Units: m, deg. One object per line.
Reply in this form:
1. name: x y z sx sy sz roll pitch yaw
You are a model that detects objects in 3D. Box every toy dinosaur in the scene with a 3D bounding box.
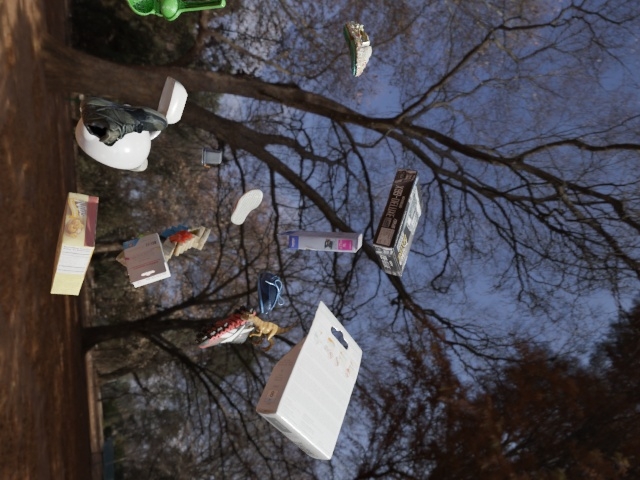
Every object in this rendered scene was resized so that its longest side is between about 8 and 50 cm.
1. toy dinosaur: -0.147 0.271 1.297 0.064 0.211 0.112 25 -90 49

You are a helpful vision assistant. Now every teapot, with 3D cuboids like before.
1. teapot: -0.685 -0.381 1.489 0.187 0.252 0.256 -52 -148 23

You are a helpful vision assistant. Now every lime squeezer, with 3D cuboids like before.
1. lime squeezer: -0.351 -0.520 0.924 0.110 0.310 0.059 121 -21 -74

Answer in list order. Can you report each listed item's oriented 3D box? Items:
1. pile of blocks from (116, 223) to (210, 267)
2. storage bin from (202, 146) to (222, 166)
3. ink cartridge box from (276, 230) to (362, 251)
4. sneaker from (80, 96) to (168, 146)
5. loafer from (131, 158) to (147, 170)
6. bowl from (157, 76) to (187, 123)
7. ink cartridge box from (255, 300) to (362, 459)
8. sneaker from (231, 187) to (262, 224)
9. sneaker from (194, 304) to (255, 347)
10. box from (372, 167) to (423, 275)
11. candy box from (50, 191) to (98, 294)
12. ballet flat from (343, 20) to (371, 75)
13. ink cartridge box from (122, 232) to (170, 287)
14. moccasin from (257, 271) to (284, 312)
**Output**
1. pile of blocks: -0.578 -0.004 1.642 0.149 0.362 0.113 55 -40 10
2. storage bin: -0.554 -0.425 2.229 0.135 0.091 0.098 -114 -151 -72
3. ink cartridge box: 0.000 0.000 1.717 0.186 0.310 0.065 -29 123 -76
4. sneaker: -0.546 -0.318 1.225 0.087 0.227 0.130 -41 -125 46
5. loafer: -0.845 -0.385 1.891 0.319 0.111 0.112 33 -74 27
6. bowl: -0.485 -0.455 1.430 0.142 0.053 0.142 44 -64 50
7. ink cartridge box: -0.016 0.435 1.379 0.091 0.308 0.385 -10 -140 35
8. sneaker: -0.198 -0.108 1.182 0.134 0.051 0.070 -46 -157 36
9. sneaker: -0.368 0.372 1.738 0.097 0.276 0.135 11 -63 44
10. box: 0.281 -0.060 1.544 0.076 0.242 0.308 12 -113 24
11. candy box: -0.766 0.019 1.350 0.316 0.087 0.183 -45 -133 43
12. ballet flat: 0.129 -0.646 1.446 0.091 0.077 0.241 94 -11 -63
13. ink cartridge box: -0.507 0.067 1.272 0.062 0.104 0.181 87 -22 -43
14. moccasin: -0.225 0.214 1.963 0.342 0.116 0.138 -108 -161 -68
